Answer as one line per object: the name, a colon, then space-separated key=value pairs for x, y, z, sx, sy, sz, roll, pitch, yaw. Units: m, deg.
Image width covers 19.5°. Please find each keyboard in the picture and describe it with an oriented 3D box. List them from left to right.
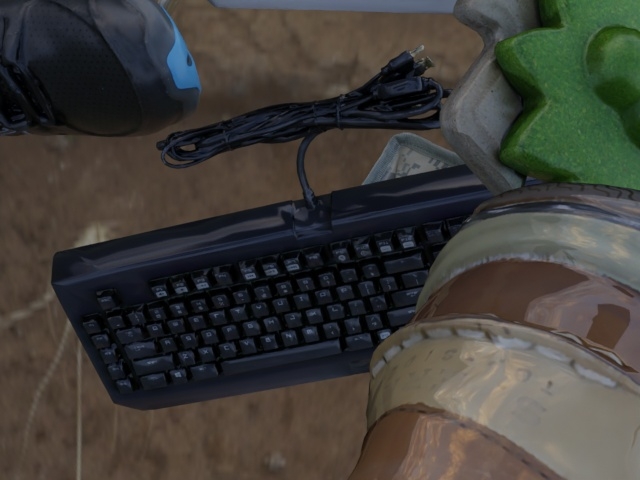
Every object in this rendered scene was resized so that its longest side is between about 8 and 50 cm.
keyboard: x=0.000 y=0.000 z=1.040 sx=0.317 sy=0.202 sz=0.033 roll=-12 pitch=32 yaw=13

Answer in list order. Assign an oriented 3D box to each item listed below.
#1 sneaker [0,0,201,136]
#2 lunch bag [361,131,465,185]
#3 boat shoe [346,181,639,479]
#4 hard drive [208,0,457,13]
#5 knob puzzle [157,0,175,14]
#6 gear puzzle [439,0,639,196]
sneaker: x=-0.226 y=-0.105 z=1.252 sx=0.340 sy=0.125 sz=0.139 roll=7 pitch=39 yaw=39
lunch bag: x=0.159 y=0.068 z=1.359 sx=0.169 sy=0.235 sz=0.287 roll=-53 pitch=37 yaw=-7
boat shoe: x=0.082 y=0.147 z=0.427 sx=0.120 sy=0.122 sz=0.324 roll=-46 pitch=118 yaw=-40
hard drive: x=-0.076 y=-0.245 z=0.857 sx=0.233 sy=0.353 sz=0.047 roll=10 pitch=58 yaw=50
knob puzzle: x=-0.107 y=-0.257 z=1.542 sx=0.030 sy=0.213 sz=0.213 roll=27 pitch=67 yaw=-6
gear puzzle: x=0.126 y=-0.040 z=0.490 sx=0.339 sy=0.044 sz=0.175 roll=47 pitch=59 yaw=-16
